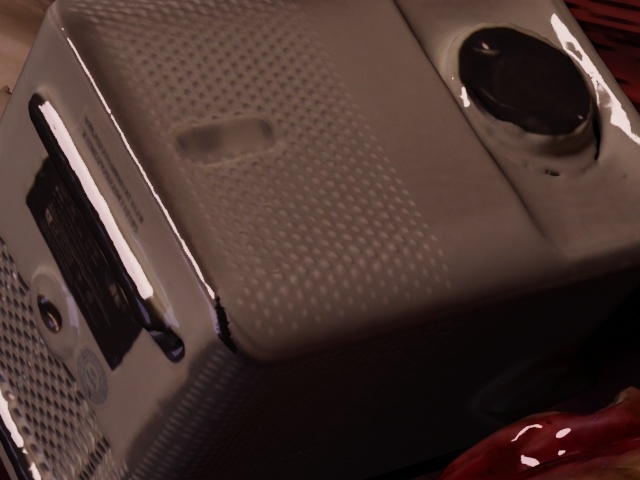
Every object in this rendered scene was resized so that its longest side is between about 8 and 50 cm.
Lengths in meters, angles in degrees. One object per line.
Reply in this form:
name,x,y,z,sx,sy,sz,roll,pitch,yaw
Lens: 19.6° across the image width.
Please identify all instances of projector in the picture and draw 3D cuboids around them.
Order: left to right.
projector,0.000,0.000,0.681,0.163,0.242,0.177,62,142,22

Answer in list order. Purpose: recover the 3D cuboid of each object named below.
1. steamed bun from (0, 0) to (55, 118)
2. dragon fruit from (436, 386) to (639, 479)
steamed bun,-0.254,-0.059,1.183,0.394,0.346,0.237,-19,82,29
dragon fruit,0.103,0.204,0.509,0.329,0.329,0.329,51,153,39
